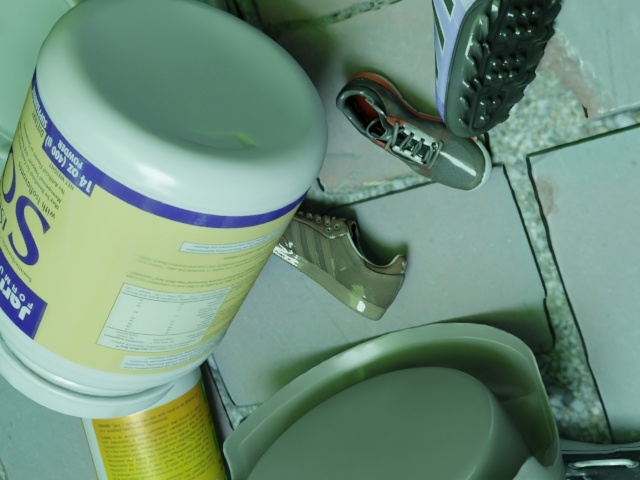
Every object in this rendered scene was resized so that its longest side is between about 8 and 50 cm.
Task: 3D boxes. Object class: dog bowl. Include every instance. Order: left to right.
[{"bbox_3d":[0.052,0.217,0.883,0.348,0.349,0.102,-17,114,31],"label":"dog bowl"}]

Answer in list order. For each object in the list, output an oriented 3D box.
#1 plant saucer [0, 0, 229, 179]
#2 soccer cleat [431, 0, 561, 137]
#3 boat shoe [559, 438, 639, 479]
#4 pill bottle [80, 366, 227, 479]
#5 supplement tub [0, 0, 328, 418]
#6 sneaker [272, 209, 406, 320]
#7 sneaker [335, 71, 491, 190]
[{"bbox_3d":[-0.280,-0.186,1.031,0.400,0.100,0.401,10,113,23],"label":"plant saucer"},{"bbox_3d":[0.127,-0.243,0.814,0.116,0.108,0.318,29,125,40],"label":"soccer cleat"},{"bbox_3d":[0.268,0.233,0.907,0.301,0.102,0.108,0,109,27],"label":"boat shoe"},{"bbox_3d":[-0.187,0.196,1.104,0.136,0.136,0.246,-3,107,28],"label":"pill bottle"},{"bbox_3d":[-0.161,-0.020,0.890,0.241,0.241,0.331,39,129,9],"label":"supplement tub"},{"bbox_3d":[0.000,0.000,0.991,0.188,0.066,0.071,35,94,14],"label":"sneaker"},{"bbox_3d":[0.076,-0.089,0.905,0.158,0.065,0.061,33,120,12],"label":"sneaker"}]
